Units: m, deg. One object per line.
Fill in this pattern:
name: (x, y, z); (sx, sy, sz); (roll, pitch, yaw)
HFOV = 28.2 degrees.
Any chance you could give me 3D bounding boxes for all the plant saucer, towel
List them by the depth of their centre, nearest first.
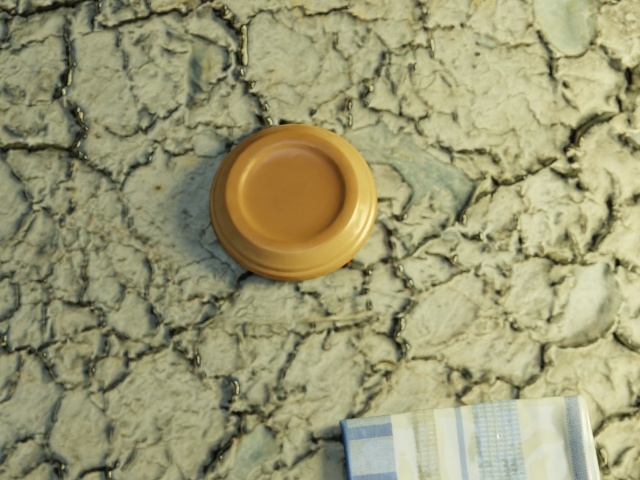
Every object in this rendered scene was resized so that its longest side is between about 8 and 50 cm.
towel: (0.171, 0.282, 1.399); (0.285, 0.034, 0.209); (-5, 72, 0)
plant saucer: (-0.033, -0.051, 1.497); (0.200, 0.037, 0.199); (-1, 69, 2)

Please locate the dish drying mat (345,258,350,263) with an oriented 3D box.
dish drying mat: (0.000, 0.000, 1.502); (0.083, 0.008, 0.032); (21, 75, 7)
